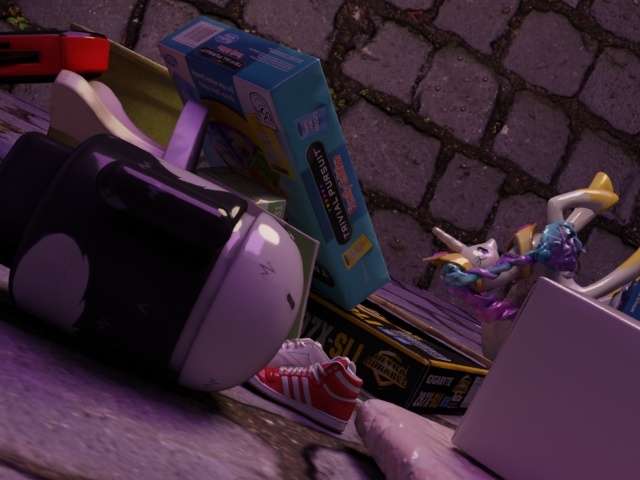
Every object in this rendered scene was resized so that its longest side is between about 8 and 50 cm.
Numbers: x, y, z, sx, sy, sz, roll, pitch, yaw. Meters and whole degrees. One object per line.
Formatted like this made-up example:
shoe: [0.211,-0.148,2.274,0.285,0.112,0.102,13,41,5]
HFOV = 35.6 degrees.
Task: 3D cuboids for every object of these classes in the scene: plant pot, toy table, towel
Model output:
plant pot: [-0.334,-0.180,1.637,0.276,0.254,0.276,26,3,-1]
toy table: [-0.234,-0.071,1.145,0.161,0.252,0.274,17,37,-4]
towel: [0.204,0.262,0.839,0.317,0.053,0.332,26,4,-19]

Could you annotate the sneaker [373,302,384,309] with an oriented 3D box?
sneaker: [0.051,0.130,1.631,0.166,0.065,0.076,23,22,-19]

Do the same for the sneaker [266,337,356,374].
sneaker: [-0.033,0.124,1.036,0.152,0.061,0.054,24,6,-14]

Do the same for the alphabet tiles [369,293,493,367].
alphabet tiles: [0.127,0.114,1.559,0.285,0.011,0.342,31,-2,-18]

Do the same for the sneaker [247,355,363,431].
sneaker: [-0.016,0.132,0.977,0.118,0.067,0.042,27,3,1]

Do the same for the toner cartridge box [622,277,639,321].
toner cartridge box: [0.411,0.173,1.207,0.075,0.347,0.165,24,4,-21]

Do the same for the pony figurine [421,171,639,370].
pony figurine: [0.364,0.093,1.563,0.351,0.363,0.303,69,-17,-2]

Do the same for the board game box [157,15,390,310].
board game box: [-0.058,-0.098,1.271,0.254,0.079,0.336,30,-31,46]

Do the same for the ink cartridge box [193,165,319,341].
ink cartridge box: [-0.074,0.031,1.157,0.056,0.171,0.235,-8,28,-43]

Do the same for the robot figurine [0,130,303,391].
robot figurine: [-0.150,0.014,0.855,0.278,0.173,0.209,26,11,-1]

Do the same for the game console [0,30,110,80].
game console: [-0.479,-0.225,1.268,0.387,0.060,0.342,-5,9,-20]

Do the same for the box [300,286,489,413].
box: [0.056,0.133,1.400,0.322,0.079,0.257,29,6,30]

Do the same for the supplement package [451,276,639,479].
supplement package: [0.300,0.180,0.873,0.293,0.175,0.177,30,6,30]
